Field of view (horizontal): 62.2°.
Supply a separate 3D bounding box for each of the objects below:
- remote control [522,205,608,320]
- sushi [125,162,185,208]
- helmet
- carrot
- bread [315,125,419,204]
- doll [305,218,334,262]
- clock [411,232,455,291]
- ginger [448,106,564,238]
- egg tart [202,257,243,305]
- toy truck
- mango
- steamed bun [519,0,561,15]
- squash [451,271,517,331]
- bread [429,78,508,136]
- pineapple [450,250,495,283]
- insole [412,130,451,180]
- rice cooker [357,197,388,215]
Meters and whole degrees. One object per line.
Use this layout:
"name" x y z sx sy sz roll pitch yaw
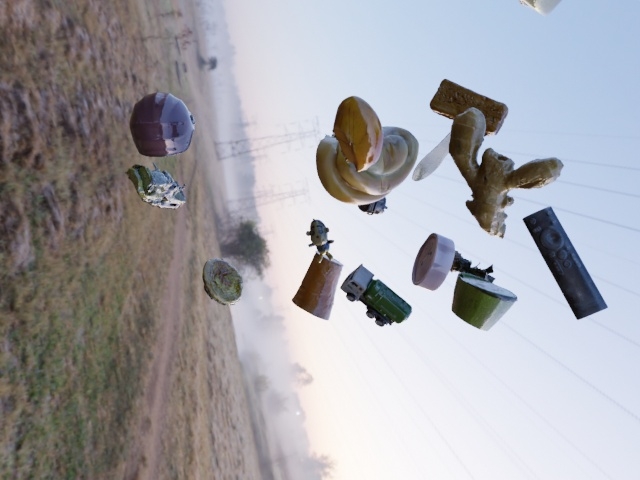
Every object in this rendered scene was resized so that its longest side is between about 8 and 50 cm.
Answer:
"remote control" 0.805 0.070 1.758 0.044 0.107 0.377 63 4 -74
"sushi" -0.548 -0.190 1.771 0.139 0.131 0.291 57 9 10
"helmet" -0.682 -0.519 2.255 0.197 0.271 0.338 90 -3 -55
"carrot" 0.006 0.194 2.293 0.254 0.196 0.196 -65 -168 2
"bread" 0.185 -0.327 2.066 0.329 0.424 0.245 62 -33 8
"doll" 0.000 0.000 1.957 0.089 0.102 0.179 -72 147 -66
"clock" 0.389 0.075 1.842 0.197 0.068 0.197 -159 -90 -83
"ginger" 0.523 -0.197 1.688 0.363 0.122 0.348 34 -50 15
"egg tart" -0.453 0.195 2.411 0.241 0.106 0.241 37 35 -31
"toy truck" 0.192 0.193 1.799 0.242 0.101 0.125 39 -35 -1
"mango" 0.123 -0.351 1.704 0.154 0.126 0.252 19 -39 35
"steamed bun" 0.712 -0.841 1.691 0.200 0.250 0.155 -47 -133 33
"squash" 0.435 0.164 1.456 0.123 0.170 0.170 -65 -159 15
"bread" 0.536 -0.477 1.929 0.139 0.271 0.077 -65 161 9
"pineapple" 0.650 0.115 2.374 0.277 0.119 0.130 32 -79 46
"insole" 0.477 -0.348 2.130 0.322 0.109 0.007 -48 -133 35
"rice cooker" 0.222 -0.173 2.307 0.165 0.106 0.112 54 -48 55
